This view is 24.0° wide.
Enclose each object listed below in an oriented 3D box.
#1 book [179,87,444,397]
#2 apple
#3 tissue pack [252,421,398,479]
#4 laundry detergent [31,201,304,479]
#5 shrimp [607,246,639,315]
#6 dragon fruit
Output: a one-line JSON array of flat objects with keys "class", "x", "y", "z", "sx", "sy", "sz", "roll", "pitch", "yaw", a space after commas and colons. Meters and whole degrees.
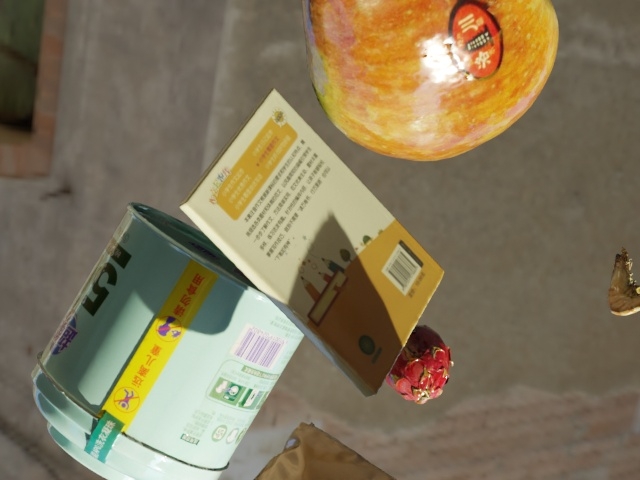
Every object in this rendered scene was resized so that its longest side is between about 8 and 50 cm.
[{"class": "book", "x": 0.000, "y": 0.000, "z": 1.637, "sx": 0.295, "sy": 0.020, "sz": 0.208, "roll": 46, "pitch": -131, "yaw": -14}, {"class": "apple", "x": 0.104, "y": -0.236, "z": 1.486, "sx": 0.250, "sy": 0.309, "sz": 0.277, "roll": -7, "pitch": -131, "yaw": 4}, {"class": "tissue pack", "x": 0.006, "y": 0.397, "z": 1.490, "sx": 0.390, "sy": 0.195, "sz": 0.375, "roll": 23, "pitch": -128, "yaw": 30}, {"class": "laundry detergent", "x": -0.199, "y": 0.151, "z": 1.936, "sx": 0.287, "sy": 0.305, "sz": 0.287, "roll": 31, "pitch": -176, "yaw": -2}, {"class": "shrimp", "x": 0.353, "y": 0.038, "z": 1.654, "sx": 0.083, "sy": 0.023, "sz": 0.114, "roll": -25, "pitch": -151, "yaw": 26}, {"class": "dragon fruit", "x": 0.113, "y": 0.141, "z": 1.979, "sx": 0.094, "sy": 0.094, "sz": 0.190, "roll": 3, "pitch": -156, "yaw": -19}]
